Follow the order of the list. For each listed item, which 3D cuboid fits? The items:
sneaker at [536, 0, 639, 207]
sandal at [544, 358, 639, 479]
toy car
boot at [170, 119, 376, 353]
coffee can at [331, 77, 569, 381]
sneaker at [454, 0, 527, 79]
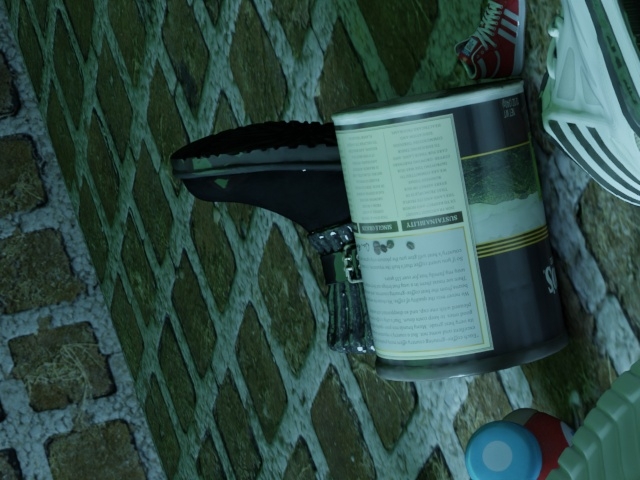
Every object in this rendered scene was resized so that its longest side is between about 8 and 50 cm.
[{"bbox_3d":[0.216,-0.229,1.475,0.448,0.169,0.257,71,158,10],"label":"sneaker"},{"bbox_3d":[0.277,0.245,1.584,0.416,0.102,0.169,-56,25,23],"label":"sandal"},{"bbox_3d":[0.254,0.301,1.746,0.210,0.238,0.219,-66,-20,1],"label":"toy car"},{"bbox_3d":[0.000,0.001,2.034,0.131,0.348,0.260,-44,-48,-65],"label":"boot"},{"bbox_3d":[0.132,-0.013,1.797,0.201,0.201,0.275,-174,72,-70],"label":"coffee can"},{"bbox_3d":[0.169,-0.216,1.766,0.042,0.067,0.118,-139,40,-59],"label":"sneaker"}]
